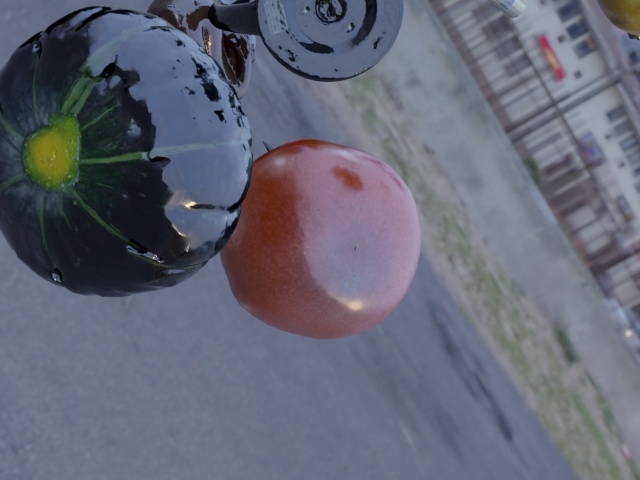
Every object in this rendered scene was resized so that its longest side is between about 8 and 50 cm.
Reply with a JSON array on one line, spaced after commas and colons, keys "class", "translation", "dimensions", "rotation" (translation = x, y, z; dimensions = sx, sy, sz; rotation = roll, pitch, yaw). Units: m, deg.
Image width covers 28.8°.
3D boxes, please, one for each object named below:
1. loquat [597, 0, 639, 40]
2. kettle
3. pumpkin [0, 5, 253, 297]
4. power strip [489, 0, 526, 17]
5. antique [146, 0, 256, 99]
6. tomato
[{"class": "loquat", "translation": [0.598, -0.458, 2.252], "dimensions": [0.246, 0.213, 0.213], "rotation": [98, -26, -54]}, {"class": "kettle", "translation": [-0.034, -0.355, 1.854], "dimensions": [0.290, 0.268, 0.207], "rotation": [-116, -163, -71]}, {"class": "pumpkin", "translation": [-0.196, -0.085, 1.291], "dimensions": [0.296, 0.296, 0.296], "rotation": [57, 11, -17]}, {"class": "power strip", "translation": [0.226, -0.404, 1.863], "dimensions": [0.092, 0.034, 0.268], "rotation": [52, 18, 27]}, {"class": "antique", "translation": [-0.191, -0.319, 2.002], "dimensions": [0.121, 0.143, 0.257], "rotation": [26, 5, 34]}, {"class": "tomato", "translation": [0.000, 0.000, 1.540], "dimensions": [0.256, 0.256, 0.224], "rotation": [56, -13, -18]}]
